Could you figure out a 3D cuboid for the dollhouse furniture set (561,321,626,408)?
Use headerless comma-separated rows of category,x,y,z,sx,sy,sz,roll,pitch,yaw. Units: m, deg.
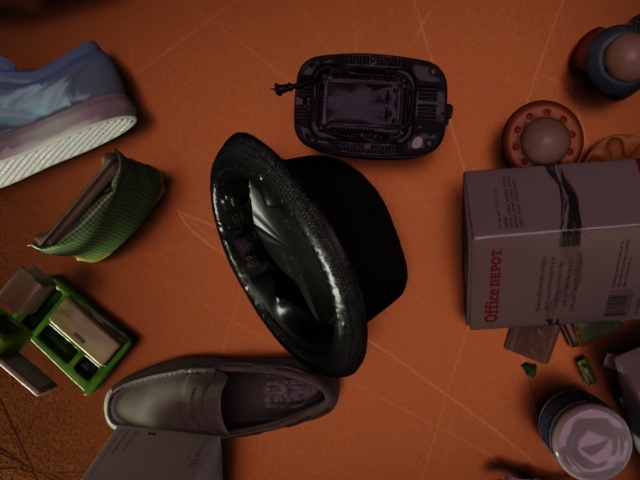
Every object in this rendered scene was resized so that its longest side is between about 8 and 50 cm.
dollhouse furniture set,0.374,0.143,1.305,0.076,0.058,0.151,-24,89,3

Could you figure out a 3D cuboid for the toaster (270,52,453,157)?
toaster,0.055,-0.167,1.281,0.227,0.146,0.129,2,90,3

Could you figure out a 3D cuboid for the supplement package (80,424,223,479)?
supplement package,-0.221,0.386,1.211,0.145,0.262,0.204,4,113,10

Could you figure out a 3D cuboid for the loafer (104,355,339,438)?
loafer,-0.135,0.207,1.313,0.320,0.111,0.112,-9,90,4

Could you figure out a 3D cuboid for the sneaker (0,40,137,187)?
sneaker,-0.438,-0.161,1.334,0.366,0.135,0.150,-20,81,-5

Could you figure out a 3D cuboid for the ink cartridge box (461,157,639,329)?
ink cartridge box,0.313,0.007,1.230,0.273,0.197,0.114,-5,51,3

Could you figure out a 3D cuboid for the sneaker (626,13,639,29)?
sneaker,0.489,-0.277,1.302,0.170,0.051,0.089,19,92,8

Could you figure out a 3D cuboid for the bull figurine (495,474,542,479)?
bull figurine,0.273,0.457,1.281,0.188,0.101,0.310,23,85,-22

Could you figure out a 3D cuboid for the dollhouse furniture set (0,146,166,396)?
dollhouse furniture set,-0.281,0.048,1.280,0.151,0.197,0.301,41,93,4

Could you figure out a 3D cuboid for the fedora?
fedora,0.000,0.000,1.253,0.153,0.334,0.334,-25,88,-26

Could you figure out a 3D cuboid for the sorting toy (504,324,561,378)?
sorting toy,0.281,0.142,1.331,0.062,0.012,0.083,20,101,17

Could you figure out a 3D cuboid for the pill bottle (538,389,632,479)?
pill bottle,0.328,0.240,1.253,0.094,0.169,0.094,0,91,3

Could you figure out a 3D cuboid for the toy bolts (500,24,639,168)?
toy bolts,0.362,-0.153,1.244,0.218,0.158,0.228,29,98,2

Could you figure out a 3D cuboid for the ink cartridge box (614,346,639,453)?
ink cartridge box,0.532,0.210,1.185,0.270,0.197,0.198,-24,129,1
